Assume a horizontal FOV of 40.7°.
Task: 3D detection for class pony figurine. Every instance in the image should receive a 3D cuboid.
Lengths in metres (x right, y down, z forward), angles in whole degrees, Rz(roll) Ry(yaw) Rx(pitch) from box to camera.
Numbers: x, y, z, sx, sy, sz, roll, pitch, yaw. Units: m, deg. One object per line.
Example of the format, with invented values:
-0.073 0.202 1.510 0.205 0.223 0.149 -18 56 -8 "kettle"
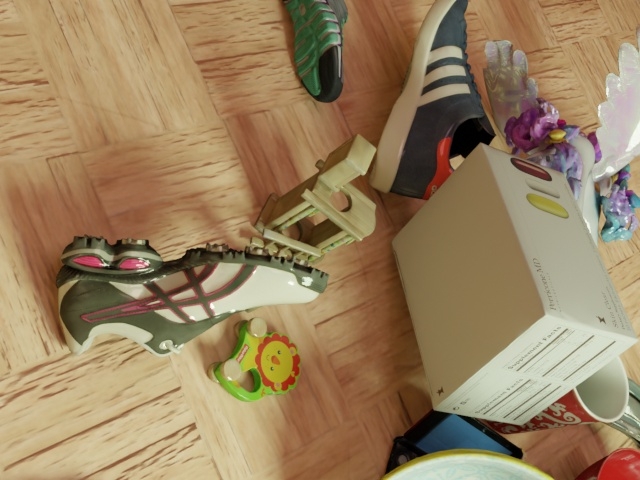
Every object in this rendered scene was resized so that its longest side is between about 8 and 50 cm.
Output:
0.372 -0.116 1.293 0.363 0.302 0.351 -49 135 -43 "pony figurine"

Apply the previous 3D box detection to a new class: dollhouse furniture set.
0.000 0.000 0.981 0.101 0.182 0.161 38 52 -18 "dollhouse furniture set"

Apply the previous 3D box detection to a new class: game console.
0.161 0.286 1.045 0.144 0.085 0.124 36 53 -20 "game console"

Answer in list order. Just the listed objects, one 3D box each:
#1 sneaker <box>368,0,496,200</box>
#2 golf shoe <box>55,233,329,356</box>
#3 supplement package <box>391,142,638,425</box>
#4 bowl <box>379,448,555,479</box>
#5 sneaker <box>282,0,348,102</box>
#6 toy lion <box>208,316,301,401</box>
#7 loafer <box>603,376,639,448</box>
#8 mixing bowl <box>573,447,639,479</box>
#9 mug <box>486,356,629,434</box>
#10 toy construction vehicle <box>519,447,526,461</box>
0.184 -0.199 1.219 0.148 0.131 0.350 19 66 3 "sneaker"
-0.129 0.058 0.881 0.272 0.105 0.120 3 89 -5 "golf shoe"
0.221 0.054 1.049 0.145 0.204 0.262 14 45 -28 "supplement package"
0.163 0.357 0.945 0.289 0.289 0.156 65 8 4 "bowl"
0.014 -0.292 1.187 0.098 0.083 0.224 2 69 -42 "sneaker"
-0.066 0.141 0.974 0.096 0.034 0.100 48 50 -21 "toy lion"
0.501 0.304 1.308 0.267 0.096 0.084 40 71 -8 "loafer"
0.395 0.380 1.174 0.181 0.098 0.181 15 63 -32 "mixing bowl"
0.304 0.183 1.143 0.113 0.169 0.150 33 54 -21 "mug"
0.258 0.333 1.131 0.098 0.035 0.086 -34 93 -41 "toy construction vehicle"
